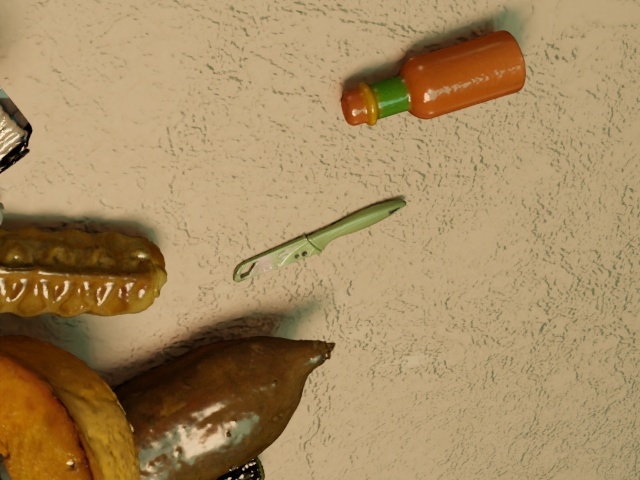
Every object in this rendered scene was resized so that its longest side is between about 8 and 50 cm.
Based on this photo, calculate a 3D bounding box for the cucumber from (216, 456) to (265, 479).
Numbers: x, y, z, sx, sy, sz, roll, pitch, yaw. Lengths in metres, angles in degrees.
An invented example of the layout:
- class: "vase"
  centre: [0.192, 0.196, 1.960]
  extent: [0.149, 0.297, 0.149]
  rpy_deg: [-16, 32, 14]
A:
- class: "cucumber"
  centre: [-0.199, 0.334, 1.593]
  extent: [0.303, 0.072, 0.081]
  rpy_deg: [-30, 176, 0]

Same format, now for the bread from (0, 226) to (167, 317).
- class: "bread"
  centre: [-0.318, 0.028, 1.303]
  extent: [0.368, 0.084, 0.077]
  rpy_deg: [3, 155, -30]

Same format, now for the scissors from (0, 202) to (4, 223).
- class: "scissors"
  centre: [-0.399, -0.065, 1.227]
  extent: [0.256, 0.030, 0.125]
  rpy_deg: [24, 110, -33]

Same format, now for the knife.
- class: "knife"
  centre: [0.000, 0.000, 1.486]
  extent: [0.207, 0.014, 0.030]
  rpy_deg: [-22, 130, -8]

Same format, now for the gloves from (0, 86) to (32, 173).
- class: "gloves"
  centre: [-0.408, -0.065, 1.119]
  extent: [0.312, 0.135, 0.210]
  rpy_deg: [-39, 129, 3]

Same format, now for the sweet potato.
- class: "sweet potato"
  centre: [-0.150, 0.204, 1.481]
  extent: [0.370, 0.158, 0.157]
  rpy_deg: [-32, 132, -11]

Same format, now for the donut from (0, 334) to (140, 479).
- class: "donut"
  centre: [-0.298, 0.225, 1.355]
  extent: [0.110, 0.303, 0.302]
  rpy_deg: [-31, 146, -56]

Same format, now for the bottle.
- class: "bottle"
  centre: [0.111, -0.158, 1.389]
  extent: [0.187, 0.069, 0.069]
  rpy_deg: [-16, 129, -11]
